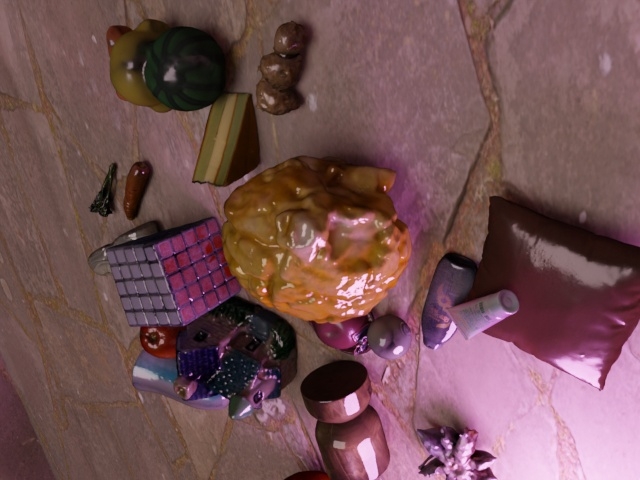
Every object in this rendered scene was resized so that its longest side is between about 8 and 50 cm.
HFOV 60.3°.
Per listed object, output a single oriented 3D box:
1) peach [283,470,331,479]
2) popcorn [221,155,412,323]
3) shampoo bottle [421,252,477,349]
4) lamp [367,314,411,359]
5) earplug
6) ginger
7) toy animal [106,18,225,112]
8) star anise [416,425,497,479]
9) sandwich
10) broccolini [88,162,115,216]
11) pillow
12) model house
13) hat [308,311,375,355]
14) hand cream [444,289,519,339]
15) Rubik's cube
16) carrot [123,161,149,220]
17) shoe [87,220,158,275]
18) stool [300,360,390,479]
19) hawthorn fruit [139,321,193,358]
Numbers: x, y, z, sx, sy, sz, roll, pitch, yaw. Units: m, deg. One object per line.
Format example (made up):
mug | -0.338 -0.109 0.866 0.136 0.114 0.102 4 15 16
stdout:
peach | -0.003 0.854 1.570 0.388 0.388 0.388 17 122 29
popcorn | -0.016 0.009 1.133 0.390 0.344 0.354 -31 87 36
shampoo bottle | 0.270 0.137 1.188 0.087 0.049 0.234 24 125 20
lamp | 0.160 0.224 1.278 0.105 0.105 0.105 17 122 29
earplug | -0.428 0.461 1.795 0.324 0.185 0.185 19 123 20
ginger | -0.080 -0.362 1.163 0.104 0.080 0.204 15 127 1
toy animal | -0.378 -0.398 1.283 0.338 0.191 0.216 15 120 29
star anise | 0.328 0.526 1.321 0.229 0.093 0.236 30 129 19
sandwich | -0.232 -0.240 1.294 0.117 0.144 0.187 10 119 29
broccolini | -0.663 -0.160 1.725 0.074 0.058 0.201 34 114 -1
pillow | 0.422 0.098 1.018 0.305 0.108 0.308 25 127 26
model house | -0.257 0.345 1.534 0.298 0.284 0.243 20 128 27
hat | 0.041 0.207 1.365 0.205 0.089 0.205 16 122 28
hand cream | 0.305 0.140 1.054 0.076 0.047 0.174 56 150 9
Rubik's cube | -0.405 0.088 1.518 0.237 0.237 0.238 -8 102 38
carrot | -0.556 -0.140 1.641 0.059 0.059 0.248 42 134 10
shoe | -0.594 0.090 1.735 0.342 0.132 0.210 -23 96 38
stool | 0.067 0.471 1.425 0.179 0.179 0.264 -2 112 36
hawthorn fruit | -0.481 0.286 1.728 0.173 0.173 0.173 17 122 29
